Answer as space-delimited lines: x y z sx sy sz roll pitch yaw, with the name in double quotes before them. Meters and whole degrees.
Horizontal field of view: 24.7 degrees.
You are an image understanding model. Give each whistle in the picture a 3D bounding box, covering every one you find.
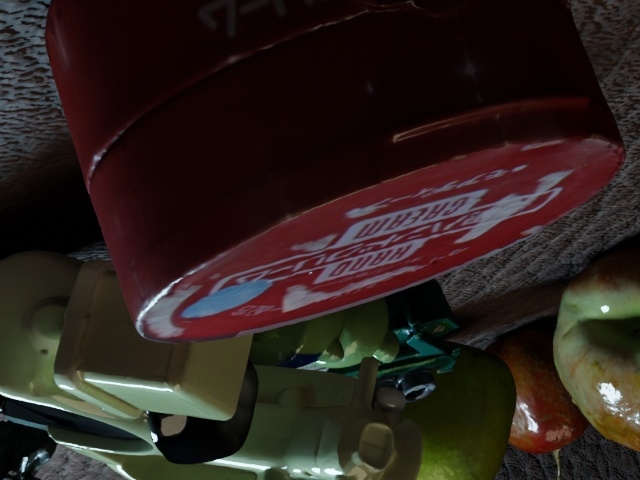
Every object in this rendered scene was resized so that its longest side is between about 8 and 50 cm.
"whistle" -0.023 0.059 1.132 0.227 0.105 0.085 1 131 -52

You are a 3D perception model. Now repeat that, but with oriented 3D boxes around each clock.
"clock" -0.093 0.110 0.974 0.277 0.120 0.379 3 162 29

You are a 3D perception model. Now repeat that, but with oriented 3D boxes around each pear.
"pear" 0.109 0.214 1.654 0.269 0.212 0.212 -28 174 -36

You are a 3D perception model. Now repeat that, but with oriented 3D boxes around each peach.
"peach" 0.366 0.118 1.572 0.232 0.232 0.257 -23 154 20

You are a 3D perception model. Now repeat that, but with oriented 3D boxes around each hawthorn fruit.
"hawthorn fruit" 0.286 0.214 1.870 0.163 0.203 0.162 -20 166 -5

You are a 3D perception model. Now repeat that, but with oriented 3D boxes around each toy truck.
"toy truck" 0.022 0.082 1.279 0.216 0.110 0.116 -10 151 -25

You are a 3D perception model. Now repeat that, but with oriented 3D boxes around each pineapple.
"pineapple" -0.314 0.185 1.231 0.111 0.119 0.237 -54 159 8

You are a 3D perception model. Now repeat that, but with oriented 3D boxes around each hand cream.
"hand cream" 0.003 -0.060 0.626 0.230 0.149 0.230 -18 164 -5

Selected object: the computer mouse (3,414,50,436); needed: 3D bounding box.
"computer mouse" -0.176 0.108 1.200 0.231 0.071 0.126 -11 155 15
